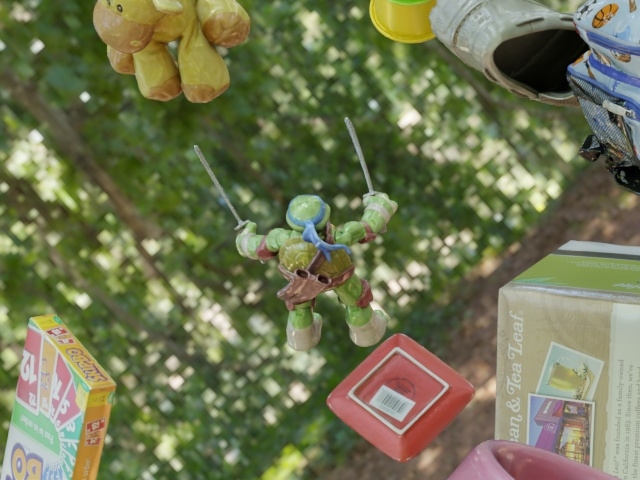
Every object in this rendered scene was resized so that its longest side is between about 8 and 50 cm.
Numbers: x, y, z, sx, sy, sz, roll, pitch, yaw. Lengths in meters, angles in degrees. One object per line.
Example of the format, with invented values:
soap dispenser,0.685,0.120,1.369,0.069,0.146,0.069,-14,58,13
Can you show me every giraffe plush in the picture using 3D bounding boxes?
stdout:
giraffe plush,-0.189,-0.266,1.761,0.170,0.181,0.210,-6,-78,-70

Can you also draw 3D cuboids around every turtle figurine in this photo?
turtle figurine,0.000,0.000,2.026,0.198,0.266,0.275,-27,43,-17

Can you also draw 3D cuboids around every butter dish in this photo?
butter dish,0.115,0.240,2.163,0.160,0.160,0.118,-41,-32,-22

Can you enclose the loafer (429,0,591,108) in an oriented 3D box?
loafer,0.243,-0.183,1.595,0.319,0.111,0.112,10,-56,-43

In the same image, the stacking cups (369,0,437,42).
stacking cups,0.095,-0.332,1.575,0.096,0.096,0.316,-43,-23,-20

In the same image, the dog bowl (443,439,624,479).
dog bowl,0.230,0.279,1.072,0.408,0.408,0.150,-84,20,-86

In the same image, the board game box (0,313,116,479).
board game box,-0.253,0.211,1.446,0.039,0.124,0.259,-8,-57,-36

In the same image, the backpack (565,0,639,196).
backpack,0.375,-0.159,1.393,0.276,0.213,0.263,-40,36,-1

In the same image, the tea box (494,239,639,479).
tea box,0.349,0.191,1.819,0.220,0.329,0.323,6,13,24
